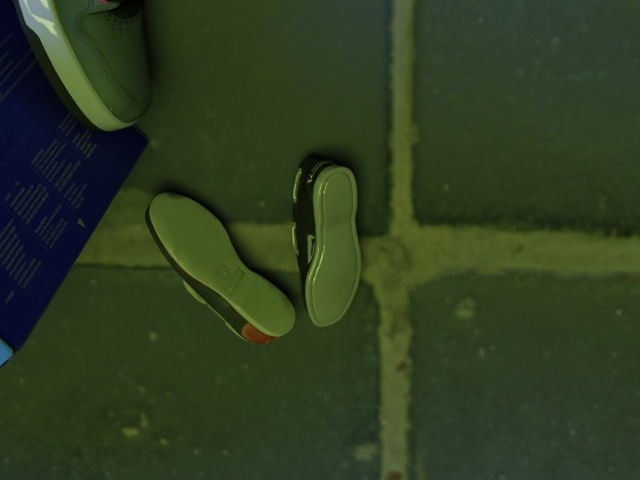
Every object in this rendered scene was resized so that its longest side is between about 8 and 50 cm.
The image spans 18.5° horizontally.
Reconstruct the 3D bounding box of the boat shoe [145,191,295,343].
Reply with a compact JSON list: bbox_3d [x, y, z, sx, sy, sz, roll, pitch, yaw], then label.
[{"bbox_3d":[-0.077,0.022,1.402,0.137,0.049,0.043,44,150,-12],"label":"boat shoe"}]

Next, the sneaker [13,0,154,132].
[{"bbox_3d":[-0.108,-0.221,1.270,0.178,0.124,0.295,-6,110,20],"label":"sneaker"}]

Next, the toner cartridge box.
[{"bbox_3d":[-0.223,-0.040,1.230,0.075,0.348,0.165,-41,102,21],"label":"toner cartridge box"}]

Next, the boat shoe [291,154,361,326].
[{"bbox_3d":[0.000,0.000,1.386,0.046,0.038,0.125,-19,122,-30],"label":"boat shoe"}]
